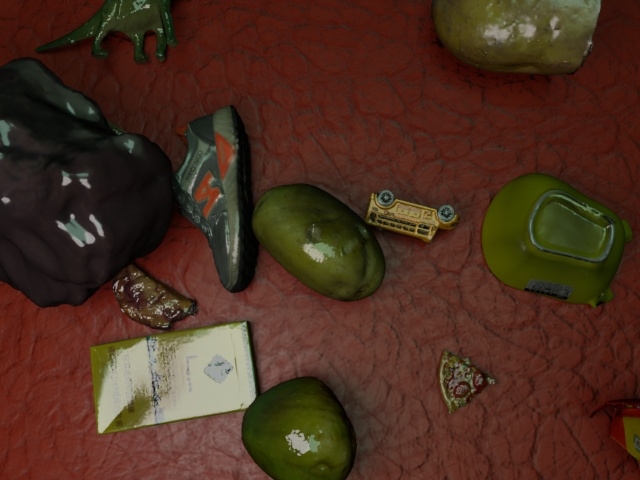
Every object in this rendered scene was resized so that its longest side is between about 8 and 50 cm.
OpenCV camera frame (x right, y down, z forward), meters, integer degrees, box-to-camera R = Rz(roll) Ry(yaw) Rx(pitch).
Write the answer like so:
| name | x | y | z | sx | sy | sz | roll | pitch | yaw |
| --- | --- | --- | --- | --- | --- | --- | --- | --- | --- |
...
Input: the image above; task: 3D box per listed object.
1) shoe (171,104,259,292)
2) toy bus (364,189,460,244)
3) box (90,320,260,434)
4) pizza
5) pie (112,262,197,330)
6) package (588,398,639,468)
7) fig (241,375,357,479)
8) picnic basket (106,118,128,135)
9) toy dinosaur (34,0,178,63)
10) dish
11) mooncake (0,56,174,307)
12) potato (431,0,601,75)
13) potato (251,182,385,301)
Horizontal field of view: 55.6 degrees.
| name | x | y | z | sx | sy | sz | roll | pitch | yaw |
| --- | --- | --- | --- | --- | --- | --- | --- | --- | --- |
| shoe | -0.208 | -0.070 | 1.070 | 0.171 | 0.132 | 0.336 | -7 | 77 | 4 |
| toy bus | 0.162 | -0.039 | 1.085 | 0.162 | 0.069 | 0.074 | 15 | 89 | 6 |
| box | -0.251 | 0.235 | 1.051 | 0.279 | 0.041 | 0.152 | -9 | 79 | -2 |
| pizza | 0.240 | 0.235 | 1.053 | 0.100 | 0.029 | 0.099 | -32 | 80 | -6 |
| pie | -0.304 | 0.105 | 1.079 | 0.170 | 0.034 | 0.092 | 28 | 77 | 5 |
| package | 0.619 | 0.394 | 0.936 | 0.123 | 0.196 | 0.423 | -38 | 80 | -11 |
| fig | -0.034 | 0.309 | 0.967 | 0.191 | 0.181 | 0.180 | 0 | 79 | 18 |
| picnic basket | -0.404 | -0.178 | 1.092 | 0.164 | 0.115 | 0.079 | 32 | 83 | 6 |
| toy dinosaur | -0.342 | -0.495 | 1.154 | 0.448 | 0.087 | 0.300 | -4 | 86 | 4 |
| dish | 0.423 | -0.007 | 1.058 | 0.263 | 0.108 | 0.221 | 24 | 81 | 5 |
| mooncake | -0.436 | -0.074 | 0.964 | 0.381 | 0.350 | 0.212 | 21 | 37 | 17 |
| potato | 0.334 | -0.411 | 1.092 | 0.266 | 0.229 | 0.229 | 6 | 79 | 6 |
| potato | 0.000 | 0.000 | 1.020 | 0.148 | 0.197 | 0.228 | -47 | 52 | 4 |
